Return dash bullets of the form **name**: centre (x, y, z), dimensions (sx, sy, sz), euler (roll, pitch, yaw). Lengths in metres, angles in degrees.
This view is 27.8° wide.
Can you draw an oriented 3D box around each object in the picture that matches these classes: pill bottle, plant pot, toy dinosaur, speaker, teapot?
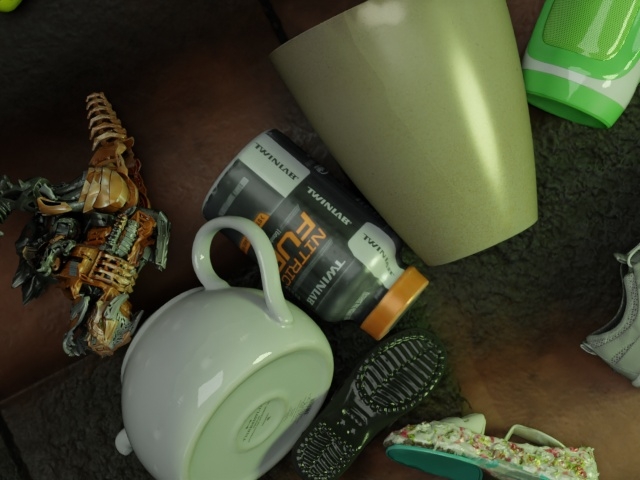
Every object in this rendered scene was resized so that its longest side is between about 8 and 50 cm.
- **pill bottle**: centre (0.000, 0.000, 1.419), dimensions (0.246, 0.130, 0.130), euler (40, 93, 6)
- **plant pot**: centre (0.117, -0.122, 1.366), dimensions (0.257, 0.256, 0.274), euler (-24, 94, 6)
- **toy dinosaur**: centre (-0.259, -0.016, 1.437), dimensions (0.219, 0.322, 0.164), euler (-12, 127, 18)
- **speaker**: centre (0.318, -0.276, 1.391), dimensions (0.131, 0.131, 0.296), euler (22, 91, 8)
- **teapot**: centre (-0.122, 0.136, 1.392), dimensions (0.256, 0.252, 0.187), euler (-42, 60, -13)

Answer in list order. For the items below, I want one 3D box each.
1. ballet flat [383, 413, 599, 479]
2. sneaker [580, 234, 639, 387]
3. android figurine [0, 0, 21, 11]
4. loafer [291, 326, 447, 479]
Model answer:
- **ballet flat**: centre (0.191, 0.235, 1.422), dimensions (0.241, 0.091, 0.077), euler (16, 60, 4)
- **sneaker**: centre (0.375, 0.023, 1.383), dimensions (0.115, 0.105, 0.281), euler (25, 92, 7)
- **android figurine**: centre (-0.433, -0.370, 1.527), dimensions (0.248, 0.056, 0.273), euler (43, 92, 7)
- **loafer**: centre (0.048, 0.180, 1.436), dimensions (0.220, 0.078, 0.080), euler (-41, 88, -13)
